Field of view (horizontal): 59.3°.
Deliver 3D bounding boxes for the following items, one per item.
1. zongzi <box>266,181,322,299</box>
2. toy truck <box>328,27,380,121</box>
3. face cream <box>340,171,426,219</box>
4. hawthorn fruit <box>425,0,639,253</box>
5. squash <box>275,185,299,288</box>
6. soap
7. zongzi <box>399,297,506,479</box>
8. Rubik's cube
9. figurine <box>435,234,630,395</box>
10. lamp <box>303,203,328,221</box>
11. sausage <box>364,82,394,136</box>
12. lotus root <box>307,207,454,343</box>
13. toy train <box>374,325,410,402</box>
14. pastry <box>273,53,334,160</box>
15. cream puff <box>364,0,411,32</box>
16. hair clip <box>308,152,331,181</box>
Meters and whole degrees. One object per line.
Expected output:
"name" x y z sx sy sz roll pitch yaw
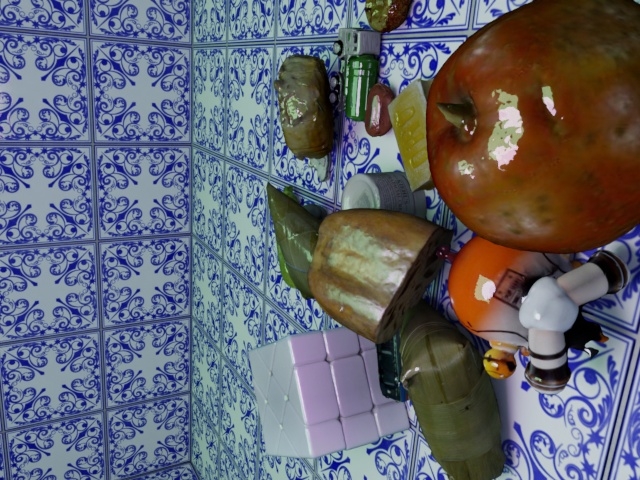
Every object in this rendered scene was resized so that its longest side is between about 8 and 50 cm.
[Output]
"zongzi" 0.000 0.000 1.613 0.356 0.174 0.392 0 116 57
"toy truck" 0.100 -0.447 1.521 0.125 0.101 0.242 28 121 51
"face cream" 0.156 -0.085 1.425 0.177 0.153 0.177 15 107 58
"hawthorn fruit" 0.332 -0.181 0.858 0.403 0.403 0.402 16 108 59
"squash" -0.099 -0.017 1.932 0.118 0.118 0.370 -27 68 59
"soap" 0.243 -0.245 1.322 0.140 0.073 0.232 -38 63 61
"zongzi" 0.295 0.365 1.292 0.418 0.182 0.447 -93 -15 -73
"Rubik's cube" 0.013 0.419 1.599 0.322 0.316 0.318 -35 65 59
"figurine" 0.356 0.091 1.023 0.320 0.196 0.323 -62 24 3
"lamp" -0.025 -0.067 1.800 0.105 0.105 0.105 16 108 59
"sausage" 0.155 -0.339 1.467 0.076 0.076 0.141 29 121 56
"lotus root" 0.123 0.067 1.233 0.250 0.316 0.316 23 118 27
"toy train" 0.194 0.207 1.470 0.086 0.089 0.409 -4 90 59
"pastry" -0.034 -0.391 1.631 0.330 0.137 0.329 -2 -90 -80
"cream puff" 0.170 -0.587 1.387 0.149 0.085 0.149 176 90 -65
"hair clip" -0.011 -0.269 1.800 0.172 0.049 0.116 49 139 43
